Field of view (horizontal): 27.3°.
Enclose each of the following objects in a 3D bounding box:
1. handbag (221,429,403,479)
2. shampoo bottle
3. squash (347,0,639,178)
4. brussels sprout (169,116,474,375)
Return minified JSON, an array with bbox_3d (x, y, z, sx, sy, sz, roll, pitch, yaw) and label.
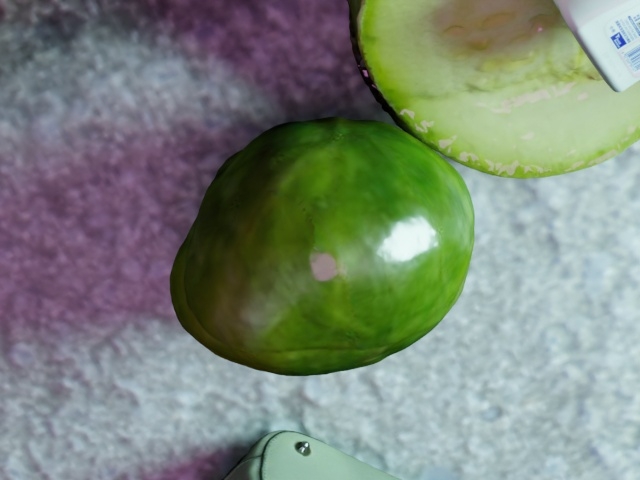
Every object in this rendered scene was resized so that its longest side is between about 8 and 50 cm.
[{"bbox_3d":[-0.020,0.293,0.877,0.241,0.109,0.315,26,111,-6],"label":"handbag"},{"bbox_3d":[0.168,-0.121,0.631,0.099,0.043,0.072,-32,142,16],"label":"shampoo bottle"},{"bbox_3d":[0.122,-0.124,0.703,0.220,0.133,0.220,-2,118,-4],"label":"squash"},{"bbox_3d":[0.004,0.003,0.718,0.144,0.180,0.161,40,117,-9],"label":"brussels sprout"}]
